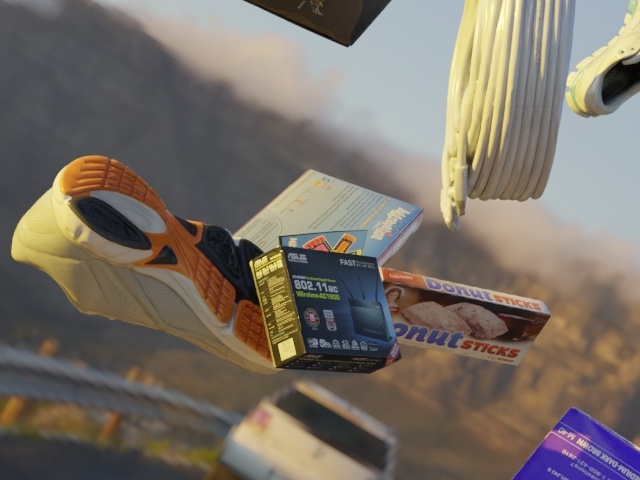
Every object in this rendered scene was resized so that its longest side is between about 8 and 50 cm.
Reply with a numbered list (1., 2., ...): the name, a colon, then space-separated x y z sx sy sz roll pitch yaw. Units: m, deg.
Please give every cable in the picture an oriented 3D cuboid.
1. cable: 0.172 -0.162 1.707 0.089 0.257 0.257 9 34 -1

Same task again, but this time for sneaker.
1. sneaker: 0.324 -0.194 1.864 0.071 0.191 0.083 36 3 -15
2. sneaker: -0.137 0.035 1.569 0.262 0.099 0.121 38 -47 -23

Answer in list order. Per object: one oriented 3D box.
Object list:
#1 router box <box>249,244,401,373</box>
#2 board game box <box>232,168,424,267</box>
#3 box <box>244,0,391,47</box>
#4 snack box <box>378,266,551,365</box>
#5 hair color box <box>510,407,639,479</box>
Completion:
1. router box: 0.005 0.057 1.523 0.038 0.092 0.122 -29 -23 36
2. board game box: 0.000 0.000 2.022 0.145 0.027 0.281 19 26 15
3. box: 0.024 -0.357 2.290 0.183 0.233 0.059 21 41 -29
4. snack box: 0.113 0.067 1.654 0.178 0.064 0.022 12 35 -28
5. hair color box: 0.152 0.321 1.633 0.110 0.339 0.185 32 -40 15
